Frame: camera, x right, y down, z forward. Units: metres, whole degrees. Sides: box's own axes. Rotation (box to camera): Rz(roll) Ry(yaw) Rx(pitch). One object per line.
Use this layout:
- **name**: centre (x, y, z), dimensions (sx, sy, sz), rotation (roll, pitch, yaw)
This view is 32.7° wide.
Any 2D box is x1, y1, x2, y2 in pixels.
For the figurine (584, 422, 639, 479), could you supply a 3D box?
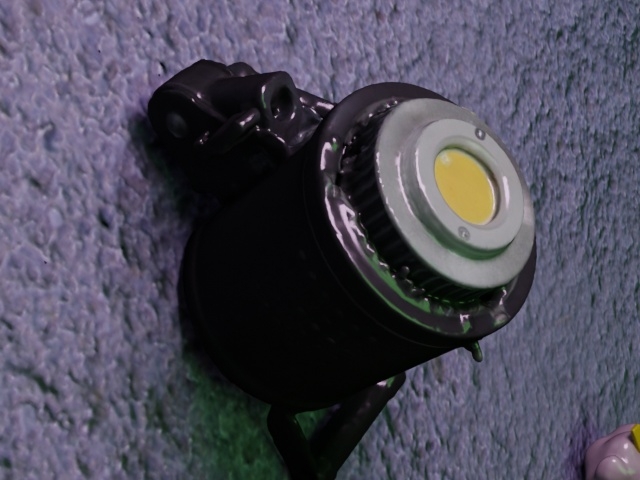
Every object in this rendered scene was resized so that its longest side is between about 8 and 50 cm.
- **figurine**: centre (0.362, 0.305, 1.303), dimensions (0.137, 0.112, 0.229), rotation (28, 76, -34)

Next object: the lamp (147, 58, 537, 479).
- **lamp**: centre (0.038, 0.017, 0.854), dimensions (0.205, 0.272, 0.374), rotation (-46, 118, -40)
